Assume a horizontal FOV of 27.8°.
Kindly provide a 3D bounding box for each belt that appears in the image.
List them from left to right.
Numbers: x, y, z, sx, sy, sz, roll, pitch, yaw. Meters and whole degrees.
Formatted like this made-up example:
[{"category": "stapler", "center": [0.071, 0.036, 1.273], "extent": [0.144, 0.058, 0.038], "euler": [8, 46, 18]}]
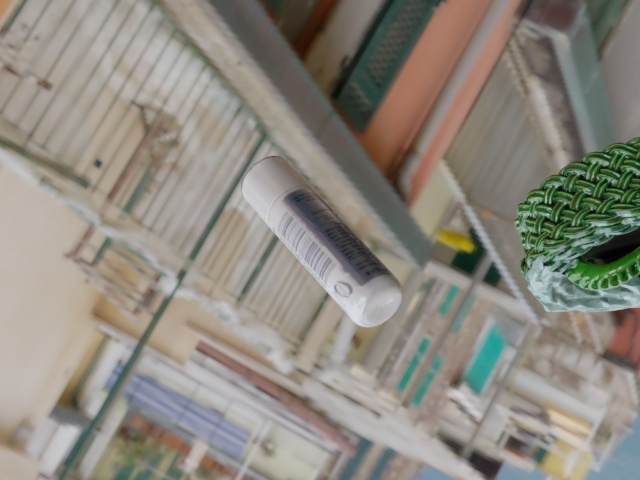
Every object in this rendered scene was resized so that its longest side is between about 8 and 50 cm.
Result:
[{"category": "belt", "center": [0.198, 0.001, 0.819], "extent": [0.151, 0.079, 0.121], "euler": [-16, 144, 14]}]

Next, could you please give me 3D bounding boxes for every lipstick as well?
[{"category": "lipstick", "center": [0.000, 0.000, 0.836], "extent": [0.141, 0.040, 0.040], "euler": [48, -176, 37]}]
